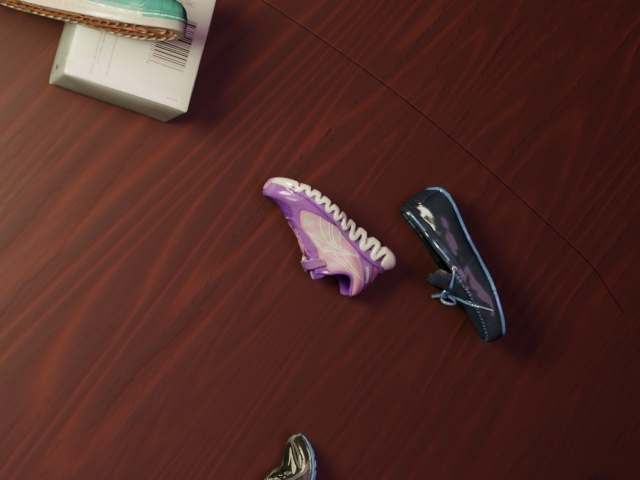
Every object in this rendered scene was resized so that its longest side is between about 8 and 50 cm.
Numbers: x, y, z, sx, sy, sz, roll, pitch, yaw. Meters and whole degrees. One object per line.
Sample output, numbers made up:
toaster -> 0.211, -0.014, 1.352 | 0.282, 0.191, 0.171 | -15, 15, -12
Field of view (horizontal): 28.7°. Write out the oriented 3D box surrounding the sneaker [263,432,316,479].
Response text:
sneaker -> -0.065, 0.371, 1.839 | 0.078, 0.067, 0.188 | 28, 81, -26

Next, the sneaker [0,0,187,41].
sneaker -> -0.305, -0.343, 1.617 | 0.302, 0.108, 0.121 | 16, 87, 10

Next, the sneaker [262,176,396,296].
sneaker -> 0.000, 0.000, 1.870 | 0.236, 0.095, 0.104 | 39, 82, -18

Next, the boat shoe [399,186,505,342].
boat shoe -> 0.200, 0.047, 1.957 | 0.089, 0.109, 0.258 | -24, 81, -14

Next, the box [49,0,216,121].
box -> -0.262, -0.281, 1.751 | 0.182, 0.119, 0.181 | 16, 82, -20
